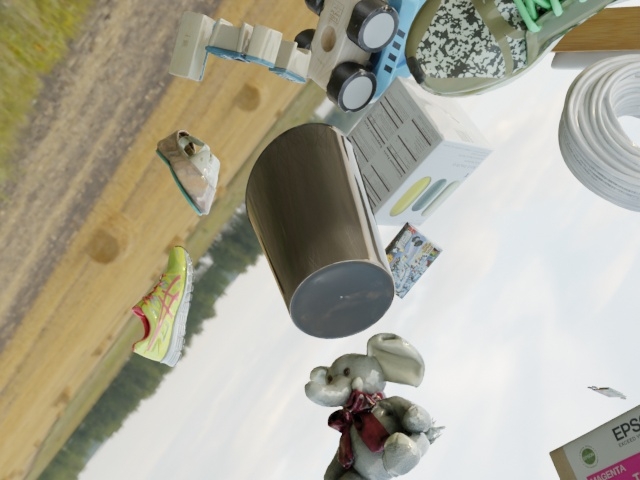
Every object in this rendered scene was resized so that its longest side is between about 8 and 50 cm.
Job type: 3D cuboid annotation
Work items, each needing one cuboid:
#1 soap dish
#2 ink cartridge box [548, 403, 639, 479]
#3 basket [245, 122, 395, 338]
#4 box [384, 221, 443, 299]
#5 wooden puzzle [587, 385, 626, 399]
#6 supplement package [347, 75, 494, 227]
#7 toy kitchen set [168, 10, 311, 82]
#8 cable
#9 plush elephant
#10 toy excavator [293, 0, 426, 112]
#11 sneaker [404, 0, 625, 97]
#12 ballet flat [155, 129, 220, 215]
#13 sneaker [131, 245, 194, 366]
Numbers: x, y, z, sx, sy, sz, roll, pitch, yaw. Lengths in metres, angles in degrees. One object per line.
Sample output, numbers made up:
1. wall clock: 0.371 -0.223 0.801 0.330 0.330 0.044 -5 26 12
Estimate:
1. soap dish: 0.597 -0.385 1.481 0.229 0.291 0.118 -18 111 -53
2. ink cartridge box: 0.445 0.323 1.031 0.234 0.088 0.193 -47 -129 41
3. basket: 0.000 0.000 0.977 0.227 0.154 0.204 -109 -151 -47
4. box: 0.175 0.042 1.623 0.137 0.094 0.027 -51 -169 11
5. wooden puzzle: 0.604 0.318 1.634 0.049 0.083 0.006 -25 -137 63
6. supplement package: 0.196 -0.187 1.729 0.199 0.198 0.262 2 139 -46
7. toy kitchen set: -0.152 -0.344 1.507 0.166 0.207 0.122 7 100 -63
8. cable: 0.483 -0.164 1.165 0.089 0.257 0.257 99 8 -64
9. plush elephant: 0.079 0.321 1.464 0.272 0.255 0.330 -45 164 33
10. toy excavator: 0.197 -0.520 1.793 0.445 0.222 0.433 -7 129 -39
11. sneaker: 0.274 -0.303 0.859 0.410 0.158 0.182 -31 180 5
12. ballet flat: -0.286 -0.169 1.737 0.106 0.107 0.316 -38 -138 -2
13. sneaker: -0.272 0.105 1.335 0.081 0.094 0.208 140 -41 -66
